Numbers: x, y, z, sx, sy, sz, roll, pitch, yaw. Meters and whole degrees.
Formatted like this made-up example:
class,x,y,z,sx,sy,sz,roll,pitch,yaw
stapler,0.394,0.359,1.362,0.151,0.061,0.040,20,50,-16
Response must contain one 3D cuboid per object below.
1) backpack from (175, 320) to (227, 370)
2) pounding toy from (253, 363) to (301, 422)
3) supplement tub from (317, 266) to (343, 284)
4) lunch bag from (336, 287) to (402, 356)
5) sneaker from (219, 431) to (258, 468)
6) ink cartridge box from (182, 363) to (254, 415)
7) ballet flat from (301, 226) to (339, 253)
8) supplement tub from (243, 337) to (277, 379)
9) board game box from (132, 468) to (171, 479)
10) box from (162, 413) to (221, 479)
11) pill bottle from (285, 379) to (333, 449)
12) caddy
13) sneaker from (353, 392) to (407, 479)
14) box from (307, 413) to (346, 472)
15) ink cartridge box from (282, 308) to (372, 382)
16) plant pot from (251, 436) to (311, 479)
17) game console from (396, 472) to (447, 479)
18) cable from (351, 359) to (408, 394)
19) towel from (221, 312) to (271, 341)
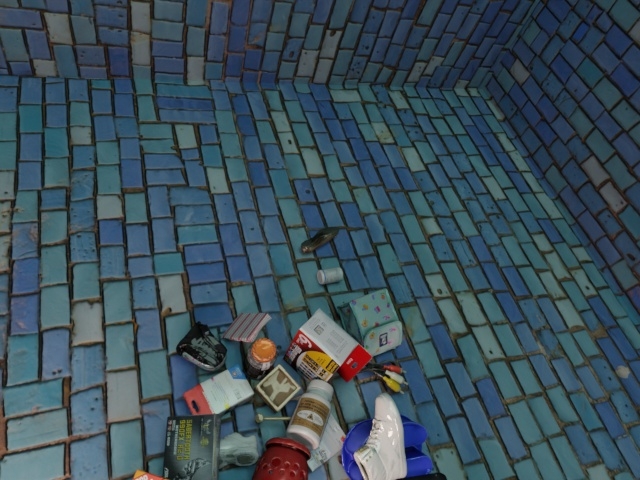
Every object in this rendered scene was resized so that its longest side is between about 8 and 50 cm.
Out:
class,x,y,z,sx,sy,sz,roll,pitch,yaw
backpack,-0.448,0.425,1.850,0.182,0.115,0.152,33,64,5
pounding toy,-0.177,0.617,1.822,0.181,0.094,0.206,45,64,9
supplement tub,0.044,0.164,2.221,0.107,0.071,0.071,-7,59,-23
lunch bag,0.226,0.370,2.085,0.223,0.160,0.262,-14,78,-31
sneaker,-0.334,0.740,1.696,0.232,0.090,0.115,2,25,-4
ink cartridge box,-0.383,0.583,1.781,0.231,0.078,0.134,-22,65,-29
ballet flat,0.000,0.000,2.337,0.084,0.058,0.250,16,36,39
supplement tub,-0.233,0.458,1.847,0.117,0.190,0.117,9,55,-12
board game box,-0.428,0.920,1.354,0.356,0.356,0.356,20,53,-3
box,-0.435,0.714,1.612,0.183,0.056,0.231,-7,66,13
pill bottle,-0.031,0.645,1.778,0.131,0.131,0.229,26,44,1
caddy,0.249,0.791,1.783,0.341,0.179,0.241,-4,80,-21
sneaker,0.192,0.686,1.630,0.169,0.108,0.292,-6,83,-24
box,-0.002,0.761,1.806,0.186,0.038,0.145,-26,67,-30
ink cartridge box,0.019,0.456,1.856,0.272,0.309,0.130,40,54,12
plant pot,-0.129,0.792,1.648,0.191,0.191,0.174,20,50,-4
game console,0.295,0.987,1.593,0.387,0.060,0.342,3,64,-20
cable,0.243,0.532,1.992,0.287,0.072,0.139,31,48,-19
towel,-0.301,0.353,1.924,0.144,0.197,0.029,-51,120,-38
